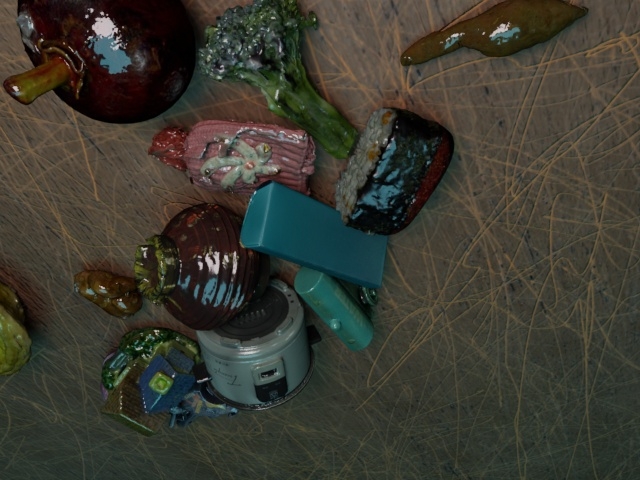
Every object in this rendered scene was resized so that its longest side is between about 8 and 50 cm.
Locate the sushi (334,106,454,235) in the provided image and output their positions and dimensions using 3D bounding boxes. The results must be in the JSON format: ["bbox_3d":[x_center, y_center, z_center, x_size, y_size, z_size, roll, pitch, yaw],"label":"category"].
[{"bbox_3d":[0.114,-0.114,0.881,0.126,0.136,0.225,19,125,-23],"label":"sushi"}]

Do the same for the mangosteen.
[{"bbox_3d":[-0.301,-0.254,0.696,0.236,0.261,0.235,16,136,16],"label":"mangosteen"}]

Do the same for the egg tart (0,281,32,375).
[{"bbox_3d":[-0.804,0.175,1.184,0.346,0.132,0.345,2,130,2],"label":"egg tart"}]

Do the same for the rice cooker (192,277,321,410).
[{"bbox_3d":[-0.136,0.223,1.119,0.281,0.241,0.226,-18,129,-17],"label":"rice cooker"}]

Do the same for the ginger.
[{"bbox_3d":[-0.451,0.112,1.153,0.103,0.073,0.162,-13,137,31],"label":"ginger"}]

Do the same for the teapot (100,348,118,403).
[{"bbox_3d":[-0.482,0.351,1.354,0.146,0.148,0.116,-22,164,5],"label":"teapot"}]

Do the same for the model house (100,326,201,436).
[{"bbox_3d":[-0.395,0.321,1.209,0.195,0.189,0.214,41,92,-18],"label":"model house"}]

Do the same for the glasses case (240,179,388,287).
[{"bbox_3d":[0.000,-0.002,0.948,0.301,0.117,0.070,22,162,-39],"label":"glasses case"}]

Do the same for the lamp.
[{"bbox_3d":[-0.221,0.048,0.979,0.247,0.246,0.246,2,131,2],"label":"lamp"}]

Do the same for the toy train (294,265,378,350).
[{"bbox_3d":[0.036,0.117,1.074,0.101,0.159,0.248,-21,128,27],"label":"toy train"}]

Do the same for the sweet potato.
[{"bbox_3d":[0.245,-0.299,0.755,0.270,0.074,0.074,-10,130,16],"label":"sweet potato"}]

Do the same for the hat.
[{"bbox_3d":[-0.153,-0.130,0.894,0.287,0.107,0.236,11,151,0],"label":"hat"}]

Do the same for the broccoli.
[{"bbox_3d":[-0.039,-0.230,0.805,0.165,0.145,0.304,-24,138,27],"label":"broccoli"}]

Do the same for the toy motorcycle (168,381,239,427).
[{"bbox_3d":[-0.312,0.422,1.391,0.307,0.108,0.173,-23,131,24],"label":"toy motorcycle"}]
